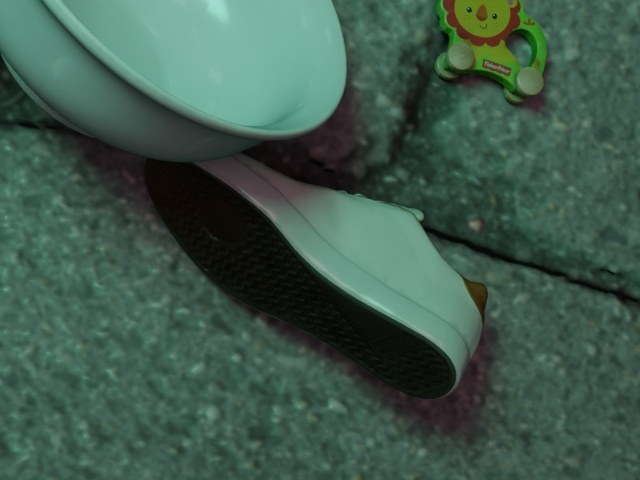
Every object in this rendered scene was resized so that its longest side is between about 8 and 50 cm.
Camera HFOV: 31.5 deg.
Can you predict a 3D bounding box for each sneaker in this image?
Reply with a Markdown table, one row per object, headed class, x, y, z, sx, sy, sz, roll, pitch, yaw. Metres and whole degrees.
| class | x | y | z | sx | sy | sz | roll | pitch | yaw |
| --- | --- | --- | --- | --- | --- | --- | --- | --- | --- |
| sneaker | 0.000 | 0.000 | 0.882 | 0.290 | 0.106 | 0.123 | 36 | 47 | -1 |

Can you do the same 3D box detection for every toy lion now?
| class | x | y | z | sx | sy | sz | roll | pitch | yaw |
| --- | --- | --- | --- | --- | --- | --- | --- | --- | --- |
| toy lion | 0.141 | -0.172 | 0.932 | 0.100 | 0.034 | 0.096 | 18 | 78 | -11 |

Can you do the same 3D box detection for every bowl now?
| class | x | y | z | sx | sy | sz | roll | pitch | yaw |
| --- | --- | --- | --- | --- | --- | --- | --- | --- | --- |
| bowl | -0.132 | -0.164 | 0.792 | 0.134 | 0.298 | 0.298 | -35 | 98 | 35 |
